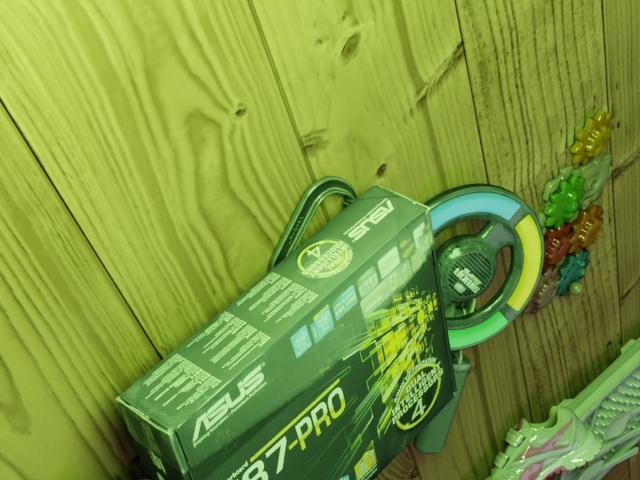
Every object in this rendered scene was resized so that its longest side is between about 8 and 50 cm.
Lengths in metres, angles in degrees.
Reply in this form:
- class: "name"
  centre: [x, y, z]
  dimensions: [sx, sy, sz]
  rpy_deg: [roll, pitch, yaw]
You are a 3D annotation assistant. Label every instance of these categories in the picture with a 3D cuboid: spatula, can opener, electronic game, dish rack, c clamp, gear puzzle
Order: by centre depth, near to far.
- class: "c clamp"
  centre: [0.000, 0.000, 1.412]
  dimensions: [0.137, 0.022, 0.160]
  rpy_deg: [4, 116, -48]
- class: "electronic game"
  centre: [0.180, 0.036, 1.577]
  dimensions: [0.229, 0.048, 0.229]
  rpy_deg: [-10, 118, -20]
- class: "can opener"
  centre: [0.152, 0.167, 1.722]
  dimensions: [0.095, 0.076, 0.283]
  rpy_deg: [3, 120, -18]
- class: "gear puzzle"
  centre: [0.381, -0.041, 1.837]
  dimensions: [0.175, 0.044, 0.338]
  rpy_deg: [-24, 136, -39]
- class: "dish rack"
  centre: [0.520, 0.326, 2.309]
  dimensions: [0.333, 0.072, 0.285]
  rpy_deg: [-35, 141, -29]
- class: "spatula"
  centre: [0.558, 0.366, 2.313]
  dimensions: [0.242, 0.019, 0.168]
  rpy_deg: [-10, 124, -49]

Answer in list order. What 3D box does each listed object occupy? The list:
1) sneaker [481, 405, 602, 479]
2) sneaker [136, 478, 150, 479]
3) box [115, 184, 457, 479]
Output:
- class: "sneaker"
  centre: [0.337, 0.359, 2.089]
  dimensions: [0.252, 0.111, 0.103]
  rpy_deg: [-30, -178, -10]
- class: "sneaker"
  centre: [-0.258, 0.292, 1.280]
  dimensions: [0.258, 0.094, 0.091]
  rpy_deg: [0, 108, -62]
- class: "box"
  centre: [-0.015, 0.173, 1.394]
  dimensions: [0.395, 0.097, 0.318]
  rpy_deg: [-40, 135, -28]
